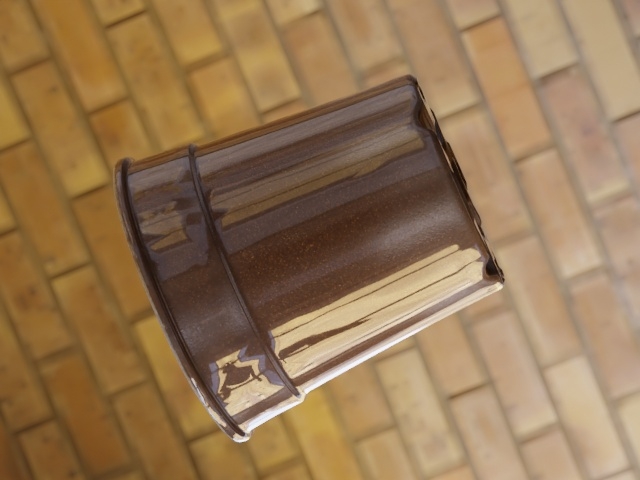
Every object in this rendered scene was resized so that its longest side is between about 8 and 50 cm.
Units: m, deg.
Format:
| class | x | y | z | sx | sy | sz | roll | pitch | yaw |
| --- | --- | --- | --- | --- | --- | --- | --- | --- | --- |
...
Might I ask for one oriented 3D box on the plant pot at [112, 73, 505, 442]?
| class | x | y | z | sx | sy | sz | roll | pitch | yaw |
| --- | --- | --- | --- | --- | --- | --- | --- | --- | --- |
| plant pot | 0.000 | 0.000 | 1.058 | 0.167 | 0.165 | 0.167 | -23 | -90 | -85 |
